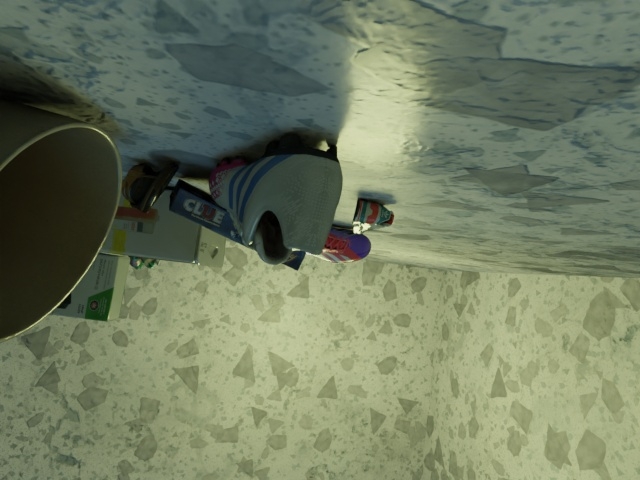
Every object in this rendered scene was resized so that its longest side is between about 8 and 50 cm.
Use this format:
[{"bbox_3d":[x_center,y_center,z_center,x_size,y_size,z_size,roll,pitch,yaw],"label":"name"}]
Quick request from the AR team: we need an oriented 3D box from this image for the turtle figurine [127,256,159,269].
[{"bbox_3d":[-0.505,0.002,1.268,0.234,0.175,0.118,-24,112,44],"label":"turtle figurine"}]

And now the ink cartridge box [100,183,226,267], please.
[{"bbox_3d":[-0.443,-0.040,1.025,0.383,0.161,0.279,8,175,0],"label":"ink cartridge box"}]

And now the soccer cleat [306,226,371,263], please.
[{"bbox_3d":[0.000,0.000,1.223,0.317,0.109,0.116,10,171,-6],"label":"soccer cleat"}]

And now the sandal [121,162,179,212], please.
[{"bbox_3d":[-0.304,-0.100,0.714,0.060,0.090,0.219,36,167,-31],"label":"sandal"}]

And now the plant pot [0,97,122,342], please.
[{"bbox_3d":[-0.414,-0.063,0.450,0.273,0.257,0.256,25,174,-2],"label":"plant pot"}]

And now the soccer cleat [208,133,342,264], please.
[{"bbox_3d":[-0.086,-0.041,0.571,0.115,0.143,0.331,10,175,-27],"label":"soccer cleat"}]

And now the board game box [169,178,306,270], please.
[{"bbox_3d":[-0.156,-0.032,0.775,0.243,0.042,0.165,28,-177,-23],"label":"board game box"}]

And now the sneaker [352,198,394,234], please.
[{"bbox_3d":[0.106,-0.039,0.830,0.075,0.057,0.161,12,173,8],"label":"sneaker"}]

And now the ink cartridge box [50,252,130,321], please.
[{"bbox_3d":[-0.570,0.096,0.964,0.208,0.153,0.087,8,175,-7],"label":"ink cartridge box"}]
